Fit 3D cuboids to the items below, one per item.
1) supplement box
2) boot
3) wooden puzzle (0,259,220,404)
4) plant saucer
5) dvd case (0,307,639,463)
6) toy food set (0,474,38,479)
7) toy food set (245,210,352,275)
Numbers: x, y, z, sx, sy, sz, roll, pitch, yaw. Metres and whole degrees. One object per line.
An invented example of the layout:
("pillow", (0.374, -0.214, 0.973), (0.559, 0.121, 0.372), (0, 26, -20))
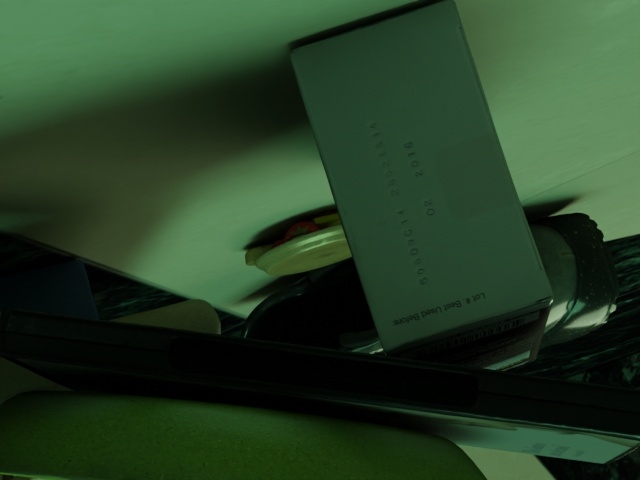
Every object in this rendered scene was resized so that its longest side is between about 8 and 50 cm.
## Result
("supplement box", (0.049, -0.007, 0.836), (0.073, 0.130, 0.239), (-18, 170, 2))
("boot", (0.031, 0.073, 1.332), (0.222, 0.118, 0.338), (-6, 154, -33))
("wooden puzzle", (-0.247, 0.087, 1.025), (0.322, 0.080, 0.348), (-13, 173, -20))
("plant saucer", (-0.037, 0.092, 0.796), (0.241, 0.037, 0.241), (6, 172, 1))
("dvd case", (0.006, 0.064, 0.787), (0.253, 0.022, 0.180), (7, 171, 5))
("toy food set", (-0.259, 0.162, 1.186), (0.192, 0.038, 0.132), (2, -160, 24))
("toy food set", (0.000, 0.000, 1.092), (0.082, 0.020, 0.083), (-14, 169, -19))
